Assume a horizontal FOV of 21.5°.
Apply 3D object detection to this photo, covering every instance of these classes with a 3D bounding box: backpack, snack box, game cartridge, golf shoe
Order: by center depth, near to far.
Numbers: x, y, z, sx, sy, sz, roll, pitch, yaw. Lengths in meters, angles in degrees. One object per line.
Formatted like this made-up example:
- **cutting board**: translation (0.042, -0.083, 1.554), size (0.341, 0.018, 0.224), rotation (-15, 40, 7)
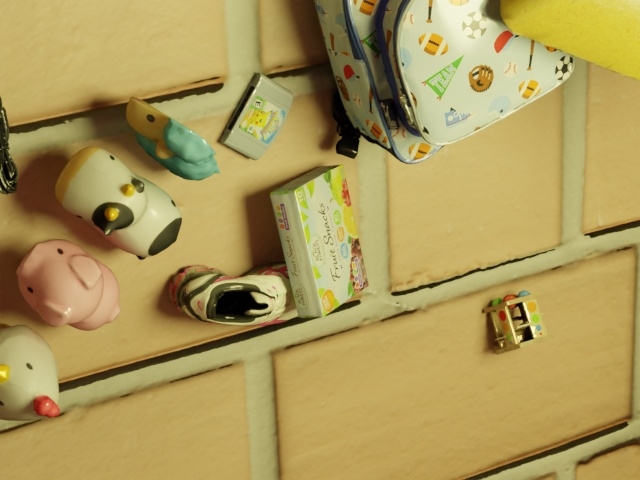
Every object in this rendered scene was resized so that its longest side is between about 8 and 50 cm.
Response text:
- **backpack**: translation (0.120, -0.237, 1.742), size (0.276, 0.213, 0.263), rotation (-31, 112, -16)
- **game cartridge**: translation (-0.064, -0.128, 1.773), size (0.056, 0.017, 0.083), rotation (27, 92, -41)
- **golf shoe**: translation (-0.065, 0.066, 1.804), size (0.186, 0.086, 0.067), rotation (-3, 109, -34)
- **snack box**: translation (0.000, 0.000, 1.809), size (0.100, 0.037, 0.141), rotation (-31, 113, -51)

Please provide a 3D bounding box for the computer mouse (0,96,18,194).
- **computer mouse**: translation (-0.376, -0.077, 1.573), size (0.193, 0.042, 0.106), rotation (-15, 116, -28)

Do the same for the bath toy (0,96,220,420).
- **bath toy**: translation (-0.232, 0.032, 1.656), size (0.151, 0.129, 0.348), rotation (34, 89, -37)

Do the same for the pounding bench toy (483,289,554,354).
- **pounding bench toy**: translation (0.228, 0.099, 2.030), size (0.052, 0.083, 0.065), rotation (-14, 84, -31)

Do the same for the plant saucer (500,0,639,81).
- **plant saucer**: translation (0.369, -0.318, 1.677), size (0.332, 0.081, 0.333), rotation (18, 76, -17)
